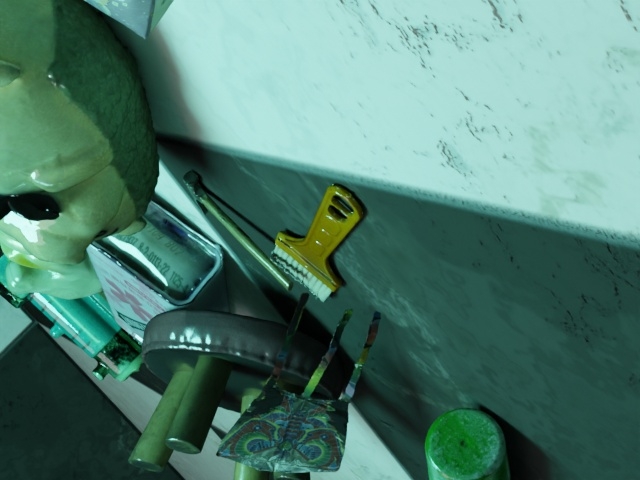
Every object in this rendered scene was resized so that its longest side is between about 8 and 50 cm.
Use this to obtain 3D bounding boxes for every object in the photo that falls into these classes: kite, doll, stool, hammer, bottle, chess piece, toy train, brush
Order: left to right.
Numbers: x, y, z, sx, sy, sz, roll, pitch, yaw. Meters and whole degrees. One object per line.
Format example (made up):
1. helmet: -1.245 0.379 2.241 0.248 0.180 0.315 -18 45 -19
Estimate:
1. doll: -0.289 -0.117 1.313 0.247 0.247 0.349 33 168 29
2. chess piece: -0.376 0.001 1.828 0.176 0.176 0.298 37 155 18
3. toy train: -0.367 0.086 2.019 0.298 0.194 0.120 44 161 -4
4. stool: -0.114 0.214 1.637 0.272 0.178 0.272 11 157 5
5. hammer: -0.093 -0.005 1.463 0.182 0.017 0.062 45 167 21
6. kite: -0.016 0.172 1.439 0.152 0.015 0.285 9 128 -14
7. brush: 0.000 0.000 1.316 0.090 0.017 0.314 40 162 3
8. bottle: 0.177 0.296 1.484 0.093 0.093 0.330 34 161 27

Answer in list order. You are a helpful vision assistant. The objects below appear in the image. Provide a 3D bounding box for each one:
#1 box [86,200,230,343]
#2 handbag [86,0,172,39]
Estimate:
1. box: -0.219 0.065 1.786 0.190 0.112 0.369 34 160 10
2. handbag: -0.194 -0.244 1.029 0.173 0.095 0.117 34 159 -1
